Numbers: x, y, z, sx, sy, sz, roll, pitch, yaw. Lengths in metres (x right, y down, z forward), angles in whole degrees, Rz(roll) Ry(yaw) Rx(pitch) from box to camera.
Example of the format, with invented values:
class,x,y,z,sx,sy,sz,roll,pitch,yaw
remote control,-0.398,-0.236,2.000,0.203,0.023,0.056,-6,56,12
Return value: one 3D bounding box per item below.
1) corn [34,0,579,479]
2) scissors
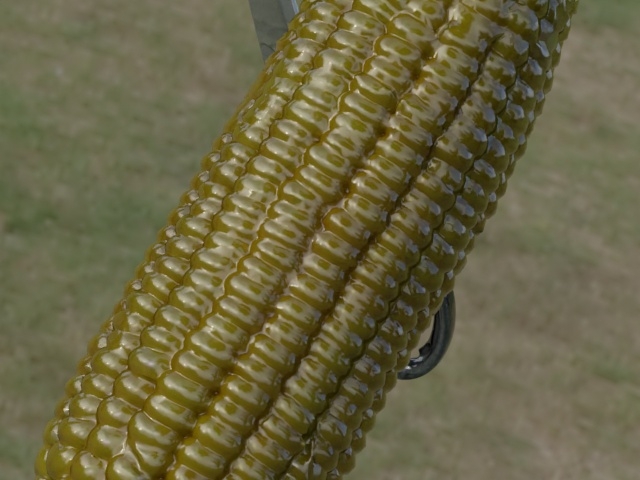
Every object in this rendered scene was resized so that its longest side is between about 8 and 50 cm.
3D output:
class,x,y,z,sx,sy,sz,roll,pitch,yaw
corn,0.000,0.000,0.857,0.131,0.344,0.131,31,-7,4
scissors,-0.007,-0.058,1.023,0.109,0.300,0.022,-4,25,26
